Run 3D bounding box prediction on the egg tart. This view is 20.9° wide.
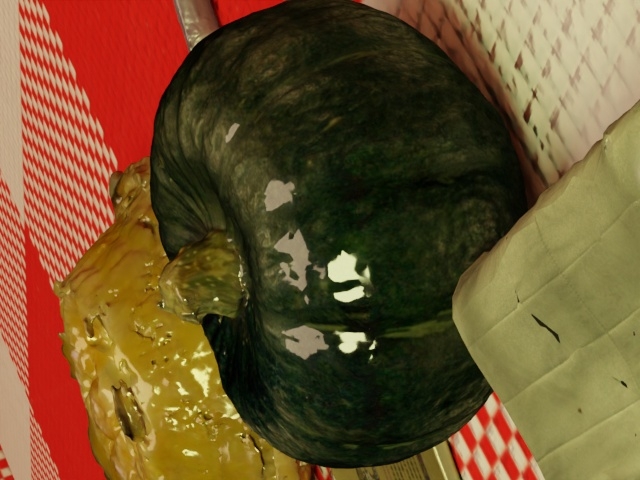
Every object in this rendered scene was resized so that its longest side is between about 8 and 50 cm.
[{"bbox_3d":[-0.109,0.093,1.231,0.315,0.120,0.315,54,154,41],"label":"egg tart"}]

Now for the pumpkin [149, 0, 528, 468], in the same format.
[{"bbox_3d":[0.001,-0.002,0.761,0.212,0.152,0.211,177,90,-69],"label":"pumpkin"}]

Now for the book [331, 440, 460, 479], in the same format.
[{"bbox_3d":[0.044,0.147,1.009,0.168,0.013,0.192,70,162,0],"label":"book"}]

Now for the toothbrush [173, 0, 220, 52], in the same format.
[{"bbox_3d":[-0.075,-0.130,1.058,0.029,0.024,0.354,-176,68,-76],"label":"toothbrush"}]

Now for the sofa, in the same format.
[{"bbox_3d":[0.095,0.086,0.543,0.225,0.176,0.210,67,162,11],"label":"sofa"}]
